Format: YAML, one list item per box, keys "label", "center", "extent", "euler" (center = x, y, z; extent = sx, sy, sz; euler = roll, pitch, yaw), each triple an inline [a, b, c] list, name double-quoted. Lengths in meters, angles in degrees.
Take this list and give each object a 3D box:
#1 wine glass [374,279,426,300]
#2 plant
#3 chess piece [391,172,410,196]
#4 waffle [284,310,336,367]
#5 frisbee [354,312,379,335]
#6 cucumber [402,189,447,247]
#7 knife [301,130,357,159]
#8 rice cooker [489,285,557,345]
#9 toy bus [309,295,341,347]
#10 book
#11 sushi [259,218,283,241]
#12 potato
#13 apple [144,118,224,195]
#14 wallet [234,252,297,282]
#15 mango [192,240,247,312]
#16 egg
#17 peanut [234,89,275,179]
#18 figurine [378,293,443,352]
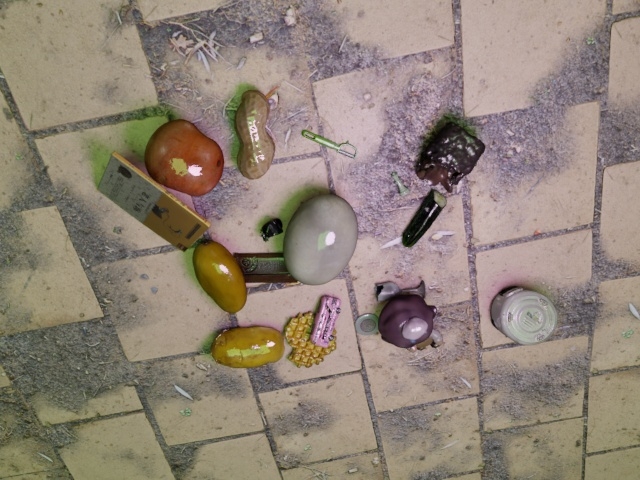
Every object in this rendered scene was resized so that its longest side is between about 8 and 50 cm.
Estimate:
- label: "wine glass"
  center: [0.318, 0.203, 1.803]
  extent: [0.195, 0.079, 0.079]
  euler: [-4, 113, -3]
- label: "plant"
  center: [0.441, -0.277, 1.548]
  extent: [0.178, 0.204, 0.234]
  euler: [31, 98, -4]
- label: "chess piece"
  center: [0.290, -0.210, 1.651]
  extent: [0.042, 0.042, 0.093]
  euler: [-30, 105, 10]
- label: "waffle"
  center: [-0.056, 0.417, 1.890]
  extent: [0.249, 0.056, 0.253]
  euler: [-36, 111, 10]
- label: "frisbee"
  center: [0.199, 0.356, 1.897]
  extent: [0.110, 0.014, 0.110]
  euler: [-1, 113, -3]
- label: "cucumber"
  center: [0.387, -0.073, 1.696]
  extent: [0.074, 0.074, 0.241]
  euler: [26, 112, -13]
- label: "knife"
  center: [0.036, -0.349, 1.592]
  extent: [0.212, 0.015, 0.054]
  euler: [20, 110, -10]
- label: "rice cooker"
  center: [0.797, 0.290, 1.779]
  extent: [0.226, 0.244, 0.226]
  euler: [-1, 87, 9]
- label: "toy bus"
  center: [0.021, 0.325, 1.809]
  extent: [0.090, 0.063, 0.203]
  euler: [19, 85, -18]
- label: "book"
  center: [-0.590, -0.121, 1.580]
  extent: [0.389, 0.032, 0.269]
  euler: [38, 142, -15]
- label: "sushi"
  center: [-0.186, -0.043, 1.675]
  extent: [0.084, 0.083, 0.056]
  euler: [-36, 111, 13]
- label: "potato"
  center: [-0.298, 0.440, 1.844]
  extent: [0.300, 0.140, 0.173]
  euler: [-4, 106, -7]
- label: "apple"
  center: [-0.444, -0.273, 1.489]
  extent: [0.253, 0.253, 0.253]
  euler: [-1, 113, -2]
- label: "wallet"
  center: [-0.211, 0.112, 1.763]
  extent: [0.243, 0.039, 0.133]
  euler: [1, 117, 0]
- label: "mango"
  center: [-0.370, 0.146, 1.700]
  extent: [0.195, 0.142, 0.332]
  euler: [3, 128, 44]
- label: "egg"
  center: [0.000, 0.000, 1.610]
  extent: [0.258, 0.258, 0.352]
  euler: [22, 111, -11]
- label: "peanut"
  center: [-0.222, -0.354, 1.526]
  extent: [0.136, 0.120, 0.298]
  euler: [-11, 114, -24]
- label: "figurine"
  center: [0.360, 0.364, 1.759]
  extent: [0.218, 0.206, 0.365]
  euler: [-4, 138, 31]
